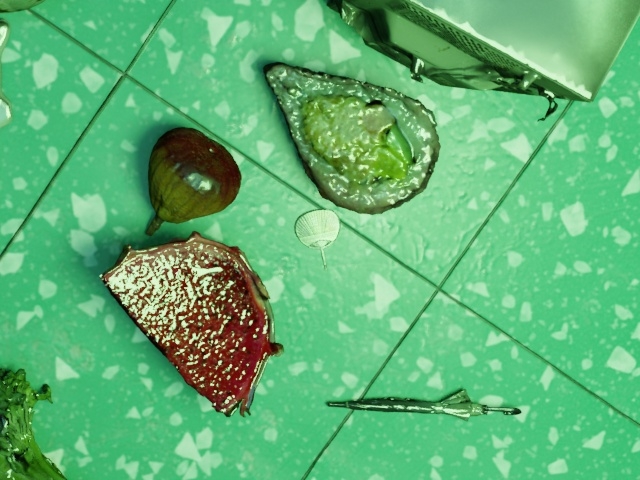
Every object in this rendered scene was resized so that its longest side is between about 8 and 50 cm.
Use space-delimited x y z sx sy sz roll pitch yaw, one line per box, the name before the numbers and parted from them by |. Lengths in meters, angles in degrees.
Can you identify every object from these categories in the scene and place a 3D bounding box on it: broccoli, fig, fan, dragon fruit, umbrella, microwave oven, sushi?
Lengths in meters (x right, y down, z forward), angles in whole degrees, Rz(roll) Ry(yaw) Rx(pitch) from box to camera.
broccoli | -0.372 0.299 1.403 0.165 0.145 0.304 -38 114 5
fig | -0.162 -0.070 1.384 0.119 0.153 0.119 8 57 -12
fan | -0.008 -0.005 1.446 0.060 0.003 0.080 16 97 -8
dragon fruit | -0.150 0.082 1.393 0.161 0.126 0.274 -41 111 -8
umbrella | 0.144 0.221 1.484 0.269 0.044 0.044 4 69 -8
microwave oven | 0.195 -0.336 1.194 0.236 0.432 0.374 26 95 -10
sushi | 0.027 -0.123 1.378 0.241 0.107 0.161 15 97 -1

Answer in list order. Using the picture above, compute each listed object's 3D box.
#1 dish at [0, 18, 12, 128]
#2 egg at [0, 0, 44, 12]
dish | -0.492 -0.215 1.314 0.236 0.086 0.227 4 99 -8
egg | -0.398 -0.352 1.261 0.231 0.169 0.169 13 98 3
